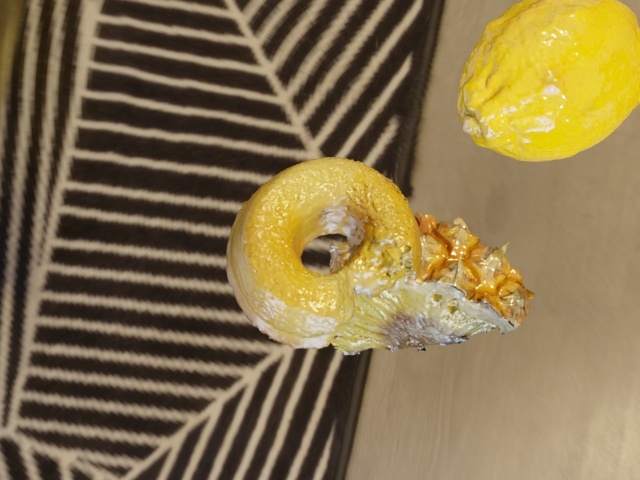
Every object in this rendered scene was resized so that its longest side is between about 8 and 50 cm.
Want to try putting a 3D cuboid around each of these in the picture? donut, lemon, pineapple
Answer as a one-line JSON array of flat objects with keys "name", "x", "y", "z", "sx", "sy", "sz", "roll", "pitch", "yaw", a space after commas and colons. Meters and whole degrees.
[{"name": "donut", "x": 0.000, "y": 0.000, "z": 0.782, "sx": 0.097, "sy": 0.043, "sz": 0.108, "roll": 43, "pitch": 70, "yaw": 12}, {"name": "lemon", "x": 0.158, "y": -0.112, "z": 1.013, "sx": 0.155, "sy": 0.114, "sz": 0.114, "roll": -36, "pitch": 93, "yaw": -26}, {"name": "pineapple", "x": 0.066, "y": 0.030, "z": 1.299, "sx": 0.135, "sy": 0.233, "sz": 0.079, "roll": 43, "pitch": 55, "yaw": -28}]
